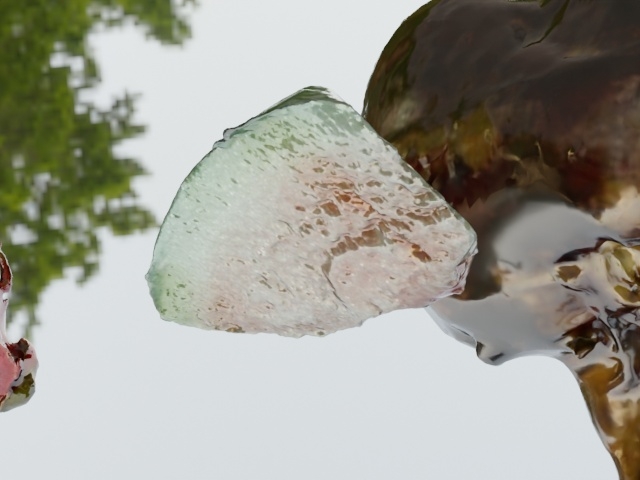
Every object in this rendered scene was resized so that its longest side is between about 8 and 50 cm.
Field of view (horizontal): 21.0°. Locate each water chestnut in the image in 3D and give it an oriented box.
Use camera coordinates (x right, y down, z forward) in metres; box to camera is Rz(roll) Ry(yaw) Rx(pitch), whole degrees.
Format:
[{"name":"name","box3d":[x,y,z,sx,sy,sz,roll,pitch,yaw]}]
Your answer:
[{"name":"water chestnut","box3d":[0.182,-0.013,0.992,0.335,0.335,0.346,4,-105,9]}]

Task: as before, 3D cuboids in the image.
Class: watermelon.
[{"name":"watermelon","box3d":[-0.006,-0.007,0.661,0.081,0.094,0.180,-30,-173,-36]}]

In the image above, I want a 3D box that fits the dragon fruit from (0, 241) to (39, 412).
[{"name":"dragon fruit","box3d":[-0.224,0.022,0.922,0.133,0.207,0.150,0,176,-37]}]
